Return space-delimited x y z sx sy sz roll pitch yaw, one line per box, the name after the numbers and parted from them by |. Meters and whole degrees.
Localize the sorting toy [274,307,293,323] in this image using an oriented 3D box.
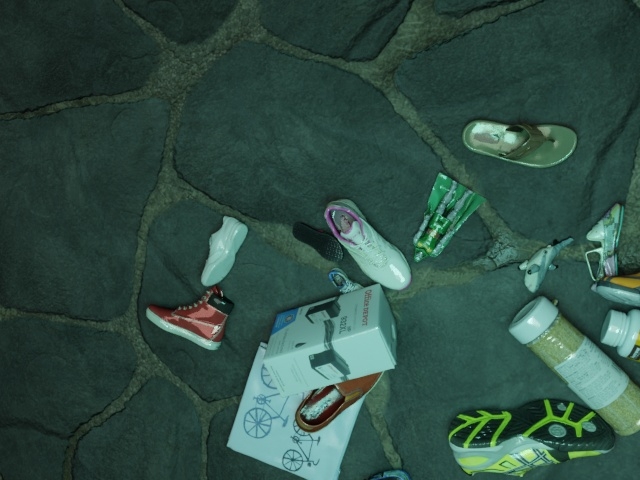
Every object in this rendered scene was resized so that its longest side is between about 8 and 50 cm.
-0.080 0.222 1.699 0.102 0.042 0.061 -2 105 5 | sorting toy

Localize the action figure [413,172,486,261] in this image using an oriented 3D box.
0.310 -0.042 1.568 0.137 0.063 0.232 32 102 11 | action figure

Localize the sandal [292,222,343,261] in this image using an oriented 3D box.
0.000 0.000 1.670 0.179 0.040 0.067 31 110 30 | sandal

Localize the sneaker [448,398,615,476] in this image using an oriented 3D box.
0.515 0.496 1.484 0.384 0.145 0.147 -6 119 14 | sneaker

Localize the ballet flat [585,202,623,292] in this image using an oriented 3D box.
0.680 0.020 1.448 0.079 0.077 0.222 3 95 21 | ballet flat

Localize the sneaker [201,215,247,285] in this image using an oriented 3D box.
-0.296 0.029 1.751 0.094 0.080 0.212 31 92 26 | sneaker

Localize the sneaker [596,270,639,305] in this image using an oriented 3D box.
0.795 0.068 1.381 0.321 0.124 0.180 7 85 -5 | sneaker

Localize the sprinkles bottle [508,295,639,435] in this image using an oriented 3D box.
0.615 0.294 1.423 0.355 0.121 0.121 44 102 7 | sprinkles bottle

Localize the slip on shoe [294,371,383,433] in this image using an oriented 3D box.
0.062 0.378 1.592 0.331 0.101 0.123 -43 76 -8 | slip on shoe

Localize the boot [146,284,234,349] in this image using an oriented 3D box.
-0.379 0.193 1.765 0.244 0.088 0.176 21 96 8 | boot

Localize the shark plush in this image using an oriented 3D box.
0.565 0.053 1.507 0.067 0.073 0.161 43 81 -7 | shark plush

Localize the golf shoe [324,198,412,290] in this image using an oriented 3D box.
0.115 0.016 1.584 0.306 0.140 0.115 46 101 11 | golf shoe

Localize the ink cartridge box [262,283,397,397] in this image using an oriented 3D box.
0.031 0.253 1.549 0.307 0.223 0.129 -18 111 15 | ink cartridge box

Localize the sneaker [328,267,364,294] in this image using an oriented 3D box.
0.072 0.129 1.638 0.135 0.058 0.052 38 100 13 | sneaker

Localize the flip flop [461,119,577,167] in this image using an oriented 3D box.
0.491 -0.249 1.498 0.277 0.080 0.112 13 94 17 | flip flop

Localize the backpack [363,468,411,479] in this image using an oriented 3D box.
0.187 0.659 1.589 0.114 0.084 0.105 -23 84 21 | backpack

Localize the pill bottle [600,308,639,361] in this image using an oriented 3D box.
0.772 0.232 1.393 0.215 0.117 0.117 17 95 16 | pill bottle

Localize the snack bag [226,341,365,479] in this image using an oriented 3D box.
-0.065 0.491 1.690 0.342 0.037 0.323 19 95 11 | snack bag

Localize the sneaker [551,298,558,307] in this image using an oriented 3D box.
0.581 0.187 1.500 0.037 0.032 0.083 18 105 10 | sneaker
